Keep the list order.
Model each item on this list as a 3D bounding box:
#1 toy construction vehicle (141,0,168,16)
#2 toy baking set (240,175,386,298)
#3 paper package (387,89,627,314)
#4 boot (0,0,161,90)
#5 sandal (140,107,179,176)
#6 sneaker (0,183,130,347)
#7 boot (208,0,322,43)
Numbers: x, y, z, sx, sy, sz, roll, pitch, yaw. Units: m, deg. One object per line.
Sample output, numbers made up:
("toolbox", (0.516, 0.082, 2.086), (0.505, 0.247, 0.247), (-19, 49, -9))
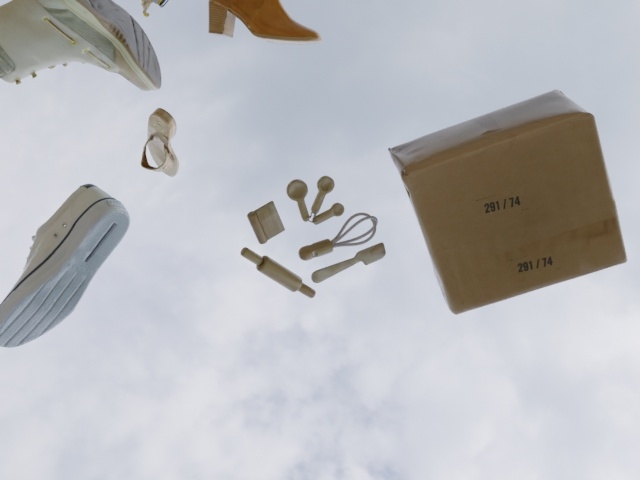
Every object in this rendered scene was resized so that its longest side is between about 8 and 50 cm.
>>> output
("toy construction vehicle", (-0.419, -0.617, 1.836), (0.098, 0.035, 0.086), (-42, -129, 17))
("toy baking set", (-0.005, 0.004, 1.228), (0.197, 0.256, 0.030), (-47, -149, 5))
("paper package", (0.326, -0.064, 1.285), (0.325, 0.309, 0.168), (-20, -157, 7))
("boot", (-0.319, -0.240, 0.930), (0.165, 0.213, 0.077), (-21, -121, 16))
("sandal", (-0.373, -0.196, 1.633), (0.088, 0.240, 0.079), (34, -119, 7))
("sneaker", (-0.371, 0.034, 1.021), (0.258, 0.094, 0.091), (-48, -123, -2))
("boot", (-0.125, -0.568, 1.683), (0.295, 0.104, 0.211), (12, -80, 15))
